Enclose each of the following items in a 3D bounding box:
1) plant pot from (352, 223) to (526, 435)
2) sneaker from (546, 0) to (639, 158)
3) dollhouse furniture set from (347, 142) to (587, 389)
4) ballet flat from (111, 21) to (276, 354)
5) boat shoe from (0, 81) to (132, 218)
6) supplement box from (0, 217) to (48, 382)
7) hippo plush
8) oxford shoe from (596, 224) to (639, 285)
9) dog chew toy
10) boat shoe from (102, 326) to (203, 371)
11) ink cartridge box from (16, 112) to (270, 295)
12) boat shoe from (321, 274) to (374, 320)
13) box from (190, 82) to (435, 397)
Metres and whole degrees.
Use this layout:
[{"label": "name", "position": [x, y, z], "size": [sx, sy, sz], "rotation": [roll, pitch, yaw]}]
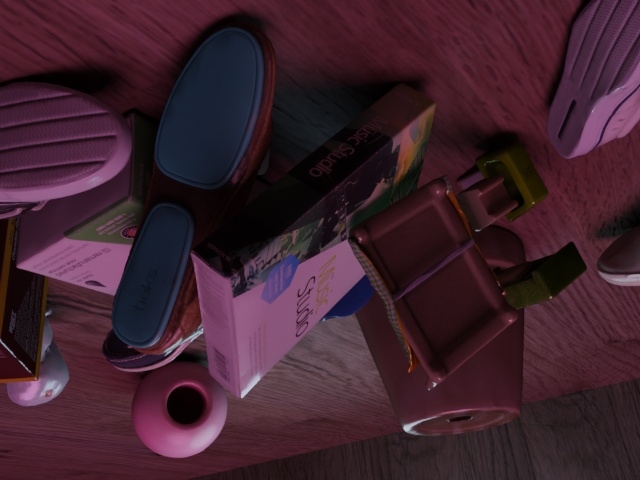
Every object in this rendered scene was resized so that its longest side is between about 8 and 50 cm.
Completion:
[{"label": "plant pot", "position": [0.209, 0.168, 1.184], "size": [0.323, 0.280, 0.323], "rotation": [-5, 154, -2]}, {"label": "sneaker", "position": [0.312, -0.183, 0.734], "size": [0.091, 0.094, 0.258], "rotation": [-23, 160, -9]}, {"label": "dollhouse furniture set", "position": [0.149, 0.032, 0.863], "size": [0.301, 0.197, 0.151], "rotation": [-30, -179, -33]}, {"label": "ballet flat", "position": [-0.113, -0.045, 0.725], "size": [0.116, 0.342, 0.124], "rotation": [20, -173, 22]}, {"label": "boat shoe", "position": [-0.337, -0.084, 0.751], "size": [0.335, 0.121, 0.119], "rotation": [-3, 163, 16]}, {"label": "supplement box", "position": [-0.448, 0.067, 0.914], "size": [0.129, 0.191, 0.194], "rotation": [-2, 154, -7]}, {"label": "hippo plush", "position": [-0.556, 0.184, 1.179], "size": [0.236, 0.234, 0.294], "rotation": [-22, 112, -8]}, {"label": "oxford shoe", "position": [0.565, -0.053, 1.011], "size": [0.130, 0.169, 0.449], "rotation": [43, 150, -4]}, {"label": "dog chew toy", "position": [-0.336, 0.391, 1.607], "size": [0.206, 0.207, 0.332], "rotation": [4, 161, -21]}, {"label": "boat shoe", "position": [-0.176, 0.088, 0.853], "size": [0.254, 0.095, 0.079], "rotation": [-23, 151, 23]}, {"label": "ink cartridge box", "position": [-0.193, -0.013, 0.893], "size": [0.211, 0.121, 0.289], "rotation": [-25, 149, 30]}, {"label": "boat shoe", "position": [-0.018, 0.067, 1.037], "size": [0.089, 0.109, 0.258], "rotation": [11, -167, 41]}, {"label": "box", "position": [0.000, 0.000, 0.774], "size": [0.322, 0.058, 0.232], "rotation": [-44, 156, -30]}]
